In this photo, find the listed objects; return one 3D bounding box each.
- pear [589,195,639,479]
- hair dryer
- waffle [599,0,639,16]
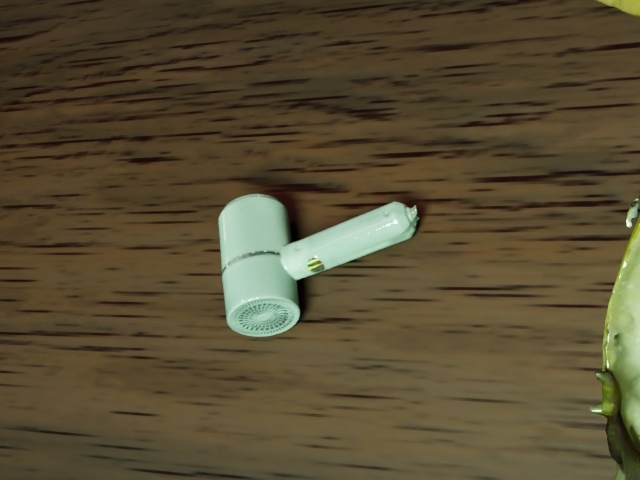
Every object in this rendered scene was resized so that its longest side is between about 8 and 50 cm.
[{"bbox_3d":[0.231,-0.001,0.796,0.267,0.267,0.178,-39,24,15],"label":"pear"},{"bbox_3d":[0.000,0.000,1.073,0.137,0.047,0.082,-21,53,21],"label":"hair dryer"},{"bbox_3d":[0.288,-0.161,0.746,0.327,0.098,0.224,-10,17,-9],"label":"waffle"}]
